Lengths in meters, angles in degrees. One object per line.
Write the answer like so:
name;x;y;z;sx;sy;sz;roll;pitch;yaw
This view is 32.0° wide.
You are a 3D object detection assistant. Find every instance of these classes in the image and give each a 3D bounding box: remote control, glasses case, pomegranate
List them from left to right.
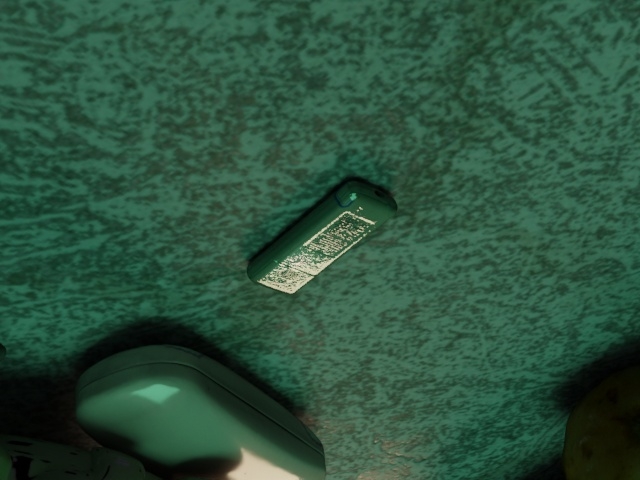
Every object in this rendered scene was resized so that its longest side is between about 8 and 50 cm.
glasses case;-0.096;0.170;0.973;0.113;0.075;0.297;-22;143;17
remote control;0.000;0.000;0.827;0.053;0.018;0.124;20;132;-40
pomegranate;0.340;0.214;1.088;0.207;0.207;0.207;-9;144;-7

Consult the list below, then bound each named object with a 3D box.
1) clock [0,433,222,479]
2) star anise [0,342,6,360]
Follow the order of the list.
clock;-0.233;0.244;0.944;0.309;0.114;0.284;27;149;-29
star anise;-0.334;0.101;0.810;0.207;0.063;0.172;-9;145;-7
